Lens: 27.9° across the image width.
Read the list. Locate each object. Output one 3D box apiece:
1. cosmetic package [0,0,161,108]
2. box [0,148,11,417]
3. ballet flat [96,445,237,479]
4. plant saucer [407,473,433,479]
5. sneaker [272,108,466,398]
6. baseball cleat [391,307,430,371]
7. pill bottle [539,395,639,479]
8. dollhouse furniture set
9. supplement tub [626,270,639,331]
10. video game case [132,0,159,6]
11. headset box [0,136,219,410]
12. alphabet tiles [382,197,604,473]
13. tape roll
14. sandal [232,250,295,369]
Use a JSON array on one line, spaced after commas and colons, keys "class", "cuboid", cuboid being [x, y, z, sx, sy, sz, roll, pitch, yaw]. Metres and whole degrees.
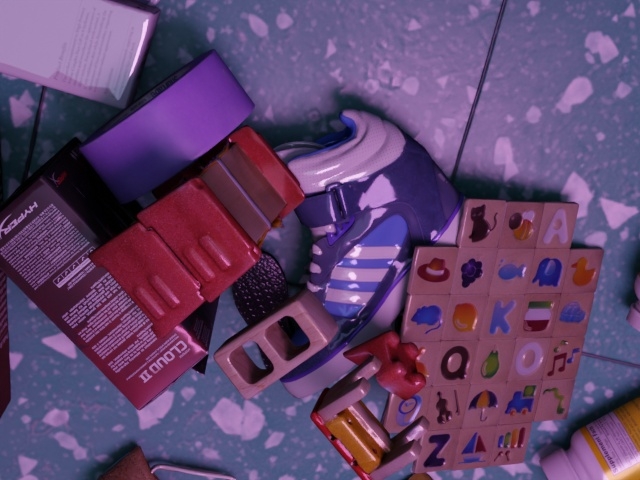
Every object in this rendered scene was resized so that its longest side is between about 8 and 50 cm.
[{"class": "cosmetic package", "cuboid": [-0.307, -0.237, 1.439, 0.231, 0.085, 0.117, 18, 103, -5]}, {"class": "box", "cuboid": [-0.442, 0.041, 1.472, 0.143, 0.191, 0.382, -1, 103, -2]}, {"class": "ballet flat", "cuboid": [-0.120, 0.364, 1.623, 0.342, 0.116, 0.124, 31, 82, -6]}, {"class": "plant saucer", "cuboid": [0.119, 0.518, 1.594, 0.332, 0.081, 0.333, -39, 103, -22]}, {"class": "sneaker", "cuboid": [0.000, 0.000, 1.508, 0.236, 0.130, 0.323, 41, 97, -14]}, {"class": "baseball cleat", "cuboid": [0.136, 0.169, 1.572, 0.072, 0.109, 0.206, -28, 99, 18]}, {"class": "pill bottle", "cuboid": [0.387, 0.268, 1.604, 0.208, 0.119, 0.119, -30, 104, 6]}, {"class": "dollhouse furniture set", "cuboid": [-0.046, 0.081, 1.378, 0.152, 0.201, 0.374, -36, 98, 24]}, {"class": "supplement tub", "cuboid": [0.464, 0.033, 1.534, 0.144, 0.144, 0.200, 23, 103, -8]}, {"class": "video game case", "cuboid": [-0.276, -0.309, 1.474, 0.183, 0.023, 0.201, 38, 99, -11]}, {"class": "headset box", "cuboid": [-0.233, 0.042, 1.466, 0.110, 0.218, 0.293, -40, 102, 10]}, {"class": "alphabet tiles", "cuboid": [0.210, 0.116, 1.544, 0.285, 0.011, 0.343, 0, 107, -31]}, {"class": "tape roll", "cuboid": [-0.171, -0.128, 1.440, 0.189, 0.189, 0.080, -35, 103, 6]}, {"class": "sandal", "cuboid": [-0.064, 0.089, 1.583, 0.067, 0.040, 0.179, -11, 119, 6]}]
